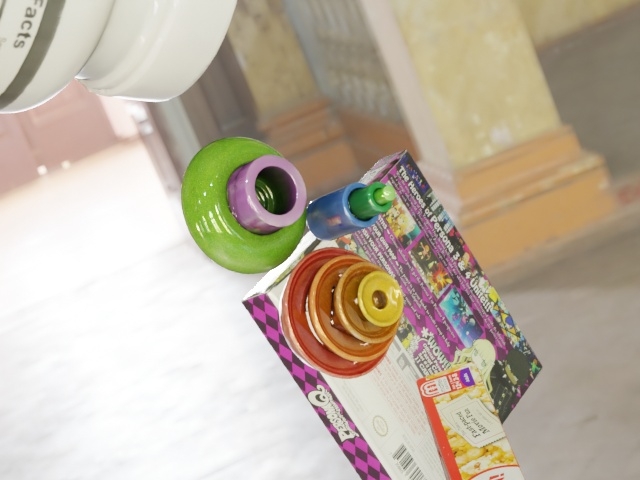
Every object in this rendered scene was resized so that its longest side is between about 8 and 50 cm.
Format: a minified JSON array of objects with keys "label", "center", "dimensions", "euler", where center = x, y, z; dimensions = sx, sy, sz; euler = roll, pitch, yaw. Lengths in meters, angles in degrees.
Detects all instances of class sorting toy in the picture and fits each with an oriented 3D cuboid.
[{"label":"sorting toy","center":[0.000,0.000,0.545],"dimensions":[0.061,0.102,0.042],"euler":[-46,14,-35]}]

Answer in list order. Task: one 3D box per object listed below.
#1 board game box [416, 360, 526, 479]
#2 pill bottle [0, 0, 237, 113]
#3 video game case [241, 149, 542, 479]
[{"label":"board game box","center":[0.117,0.191,0.972],"dimensions":[0.045,0.147,0.193],"euler":[-18,29,1]},{"label":"pill bottle","center":[-0.241,-0.183,0.873],"dimensions":[0.363,0.210,0.210],"euler":[4,-5,-36]},{"label":"video game case","center":[0.066,0.077,1.226],"dimensions":[0.042,0.232,0.210],"euler":[-17,22,47]}]
